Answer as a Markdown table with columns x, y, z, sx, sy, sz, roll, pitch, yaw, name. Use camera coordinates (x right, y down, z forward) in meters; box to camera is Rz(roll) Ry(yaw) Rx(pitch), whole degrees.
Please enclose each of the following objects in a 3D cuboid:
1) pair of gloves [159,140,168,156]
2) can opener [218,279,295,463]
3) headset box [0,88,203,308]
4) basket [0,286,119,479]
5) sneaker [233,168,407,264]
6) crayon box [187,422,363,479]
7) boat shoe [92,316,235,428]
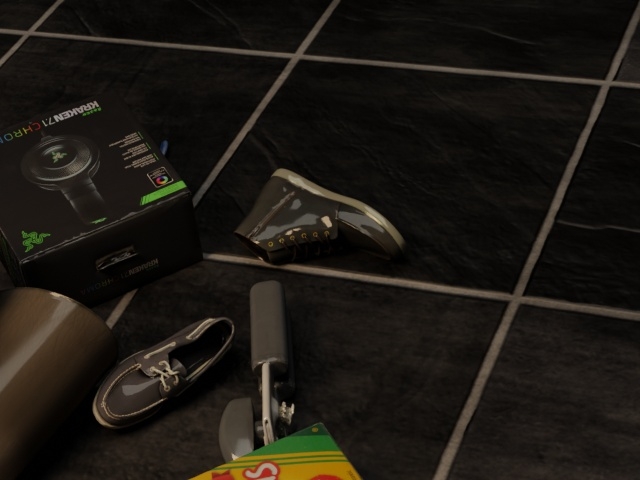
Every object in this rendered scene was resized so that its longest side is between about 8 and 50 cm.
| x | y | z | sx | sy | sz | roll | pitch | yaw | name |
| --- | --- | --- | --- | --- | --- | --- | --- | --- | --- |
| -0.316 | -0.105 | 2.287 | 0.198 | 0.023 | 0.159 | -15 | 38 | -6 | pair of gloves |
| -0.072 | 0.155 | 1.855 | 0.093 | 0.074 | 0.280 | -6 | 37 | 6 | can opener |
| -0.323 | -0.042 | 2.100 | 0.246 | 0.131 | 0.283 | -23 | 46 | -16 | headset box |
| -0.375 | 0.187 | 1.825 | 0.204 | 0.154 | 0.227 | -4 | 39 | 36 | basket |
| 0.000 | 0.000 | 2.053 | 0.222 | 0.083 | 0.118 | 25 | 68 | 28 | sneaker |
| -0.092 | 0.334 | 1.624 | 0.319 | 0.081 | 0.202 | -23 | 40 | -15 | crayon box |
| -0.185 | 0.152 | 1.871 | 0.206 | 0.065 | 0.075 | -33 | 85 | -32 | boat shoe |
